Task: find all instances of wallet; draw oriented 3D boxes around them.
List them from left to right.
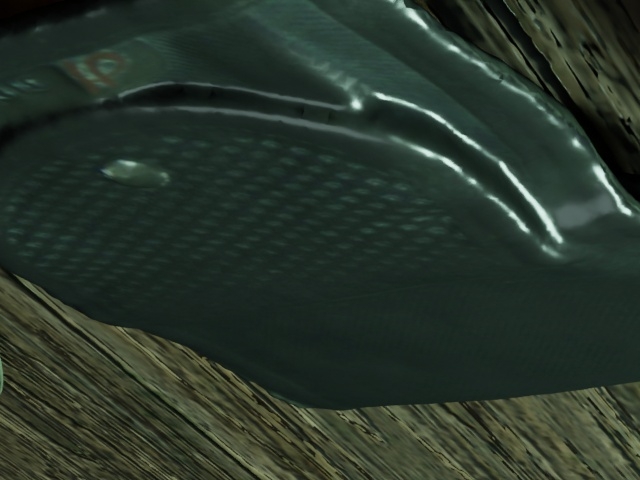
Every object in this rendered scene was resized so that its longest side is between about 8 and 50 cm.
[{"bbox_3d":[0.000,0.000,0.612,0.247,0.041,0.323,-9,157,36],"label":"wallet"}]

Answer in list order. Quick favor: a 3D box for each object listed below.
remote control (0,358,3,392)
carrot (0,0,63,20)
[{"bbox_3d":[-0.302,0.028,0.893,0.310,0.038,0.090,17,156,2],"label":"remote control"},{"bbox_3d":[-0.084,-0.066,0.582,0.061,0.061,0.257,-2,159,33],"label":"carrot"}]
